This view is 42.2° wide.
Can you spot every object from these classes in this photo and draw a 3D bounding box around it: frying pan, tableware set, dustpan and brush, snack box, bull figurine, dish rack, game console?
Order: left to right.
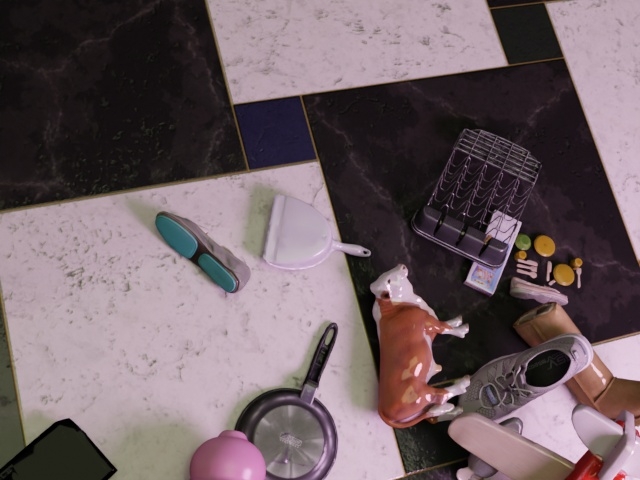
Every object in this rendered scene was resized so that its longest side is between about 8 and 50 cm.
[{"bbox_3d":[-0.391,0.494,1.389,0.213,0.044,0.361,-42,87,-21],"label":"game console"},{"bbox_3d":[-0.016,0.326,1.533,0.326,0.053,0.197,-43,87,-18],"label":"frying pan"},{"bbox_3d":[0.000,0.000,1.639,0.211,0.060,0.147,11,72,-3],"label":"dustpan and brush"},{"bbox_3d":[0.184,0.203,1.583,0.188,0.101,0.310,4,74,-3],"label":"bull figurine"},{"bbox_3d":[0.333,-0.099,1.724,0.208,0.074,0.272,26,65,4],"label":"dish rack"},{"bbox_3d":[0.359,0.025,1.726,0.064,0.022,0.178,27,69,0],"label":"snack box"},{"bbox_3d":[0.480,0.042,1.754,0.154,0.024,0.104,13,67,-8],"label":"tableware set"}]

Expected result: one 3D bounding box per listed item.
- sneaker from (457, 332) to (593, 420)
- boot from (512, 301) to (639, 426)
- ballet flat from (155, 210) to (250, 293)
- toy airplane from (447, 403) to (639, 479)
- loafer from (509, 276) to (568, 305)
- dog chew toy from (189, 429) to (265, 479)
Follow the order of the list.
[{"bbox_3d":[0.368,0.256,1.551,0.281,0.115,0.105,-37,74,20],"label":"sneaker"},{"bbox_3d":[0.523,0.233,1.592,0.089,0.236,0.269,-36,87,-35],"label":"boot"},{"bbox_3d":[-0.221,0.015,1.578,0.213,0.072,0.068,42,41,1],"label":"ballet flat"},{"bbox_3d":[0.448,0.464,1.476,0.384,0.272,0.386,-15,83,8],"label":"toy airplane"},{"bbox_3d":[0.453,0.104,1.716,0.125,0.045,0.039,11,64,-7],"label":"loafer"},{"bbox_3d":[-0.169,0.481,1.369,0.206,0.206,0.332,12,63,-10],"label":"dog chew toy"}]
